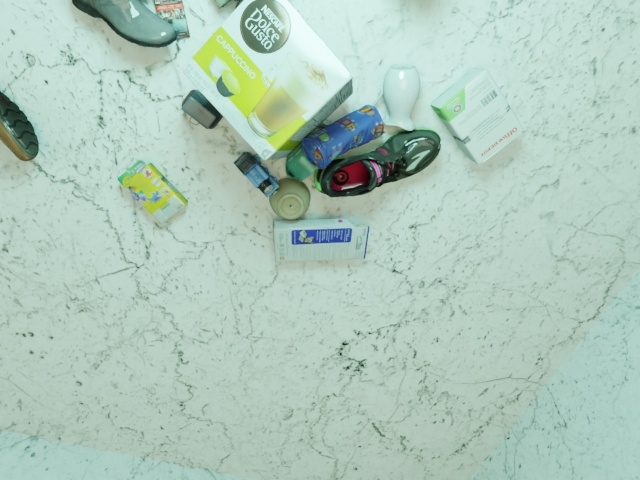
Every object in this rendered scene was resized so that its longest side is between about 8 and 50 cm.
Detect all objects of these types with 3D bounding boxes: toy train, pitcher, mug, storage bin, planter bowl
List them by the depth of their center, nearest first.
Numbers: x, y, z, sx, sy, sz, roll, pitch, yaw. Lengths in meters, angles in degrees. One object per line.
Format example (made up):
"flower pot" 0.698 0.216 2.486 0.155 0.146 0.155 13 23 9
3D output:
"storage bin" -0.412 -0.435 1.427 0.135 0.091 0.098 38 106 -19
"pitcher" 0.254 -0.499 1.464 0.178 0.125 0.207 4 126 9
"toy train" -0.227 -0.237 1.512 0.080 0.105 0.184 -41 89 12
"mug" -0.072 -0.284 1.512 0.158 0.129 0.097 -41 109 12
"planter bowl" -0.114 -0.145 1.583 0.162 0.109 0.161 -3 114 -6

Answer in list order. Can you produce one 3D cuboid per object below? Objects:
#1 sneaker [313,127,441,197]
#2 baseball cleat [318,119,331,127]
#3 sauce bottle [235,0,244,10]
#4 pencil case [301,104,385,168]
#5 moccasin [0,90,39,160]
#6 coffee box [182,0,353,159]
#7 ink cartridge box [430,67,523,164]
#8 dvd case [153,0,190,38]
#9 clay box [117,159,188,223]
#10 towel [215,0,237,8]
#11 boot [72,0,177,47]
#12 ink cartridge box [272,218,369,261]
"sneaker" 0.216 -0.256 1.516 0.483 0.202 0.185 -22 116 4
"baseball cleat" -0.067 -0.422 1.491 0.206 0.072 0.109 24 116 -6
"sauce bottle" -0.189 -0.741 1.300 0.111 0.111 0.344 37 107 -20
"pencil case" 0.081 -0.356 1.444 0.306 0.119 0.133 -33 159 -24
"moccasin" -1.076 -0.410 1.340 0.147 0.139 0.380 -34 113 11
"coffee box" -0.129 -0.479 1.260 0.334 0.338 0.337 -41 96 12
"ink cartridge box" 0.565 -0.446 1.515 0.198 0.114 0.273 -39 112 12
"dvd case" -0.473 -0.709 1.337 0.087 0.013 0.119 -9 114 -2
"clay box" -0.615 -0.182 1.542 0.127 0.053 0.222 -35 112 10
"towel" -0.266 -0.868 1.164 0.312 0.056 0.324 -8 117 43
"boot" -0.573 -0.713 1.187 0.338 0.118 0.222 24 146 -6
"ink cartridge box" 0.000 0.000 1.664 0.371 0.069 0.175 -1 131 -4
